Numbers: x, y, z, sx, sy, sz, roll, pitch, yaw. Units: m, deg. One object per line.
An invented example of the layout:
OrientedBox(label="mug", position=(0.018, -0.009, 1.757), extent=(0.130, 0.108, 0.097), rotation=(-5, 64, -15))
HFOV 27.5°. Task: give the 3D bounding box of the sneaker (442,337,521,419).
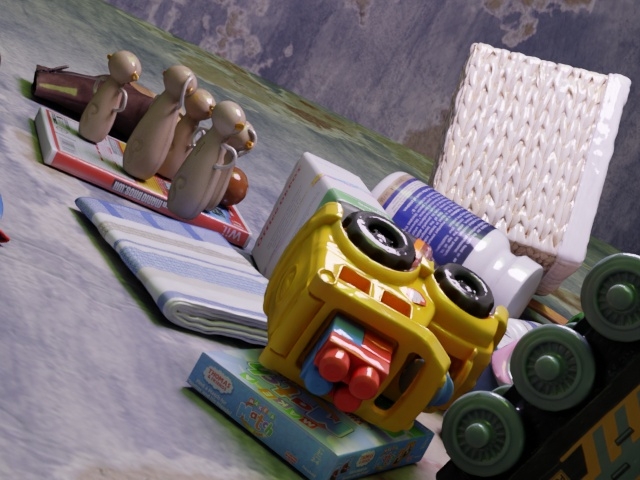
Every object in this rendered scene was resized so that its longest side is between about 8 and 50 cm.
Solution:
OrientedBox(label="sneaker", position=(0.269, 0.224, 1.318), extent=(0.319, 0.131, 0.112), rotation=(39, 13, 29))

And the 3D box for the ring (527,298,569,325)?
OrientedBox(label="ring", position=(0.326, 0.131, 2.110), extent=(0.336, 0.032, 0.336), rotation=(27, 12, -6))

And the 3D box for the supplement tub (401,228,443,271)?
OrientedBox(label="supplement tub", position=(0.081, 0.026, 1.802), extent=(0.198, 0.106, 0.106), rotation=(30, 12, 4))

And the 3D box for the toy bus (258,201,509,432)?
OrientedBox(label="toy bus", position=(0.056, 0.097, 1.188), extent=(0.220, 0.149, 0.211), rotation=(30, 24, -10))

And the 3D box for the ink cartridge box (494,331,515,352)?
OrientedBox(label="ink cartridge box", position=(0.160, 0.121, 1.638), extent=(0.139, 0.082, 0.191), rotation=(23, 14, -27))

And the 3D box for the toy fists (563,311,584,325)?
OrientedBox(label="toy fists", position=(0.378, 0.197, 1.745), extent=(0.142, 0.096, 0.279), rotation=(43, 11, -2))

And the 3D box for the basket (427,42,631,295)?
OrientedBox(label="basket", position=(0.323, -0.110, 2.184), extent=(0.266, 0.331, 0.328), rotation=(15, -11, 2))

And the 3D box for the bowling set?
OrientedBox(label="bowling set", position=(-0.158, -0.138, 1.690), extent=(0.287, 0.154, 0.200), rotation=(37, 15, 35))

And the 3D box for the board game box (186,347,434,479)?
OrientedBox(label="board game box", position=(-0.004, 0.156, 1.207), extent=(0.160, 0.039, 0.211), rotation=(34, 14, 24))

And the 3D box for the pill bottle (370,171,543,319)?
OrientedBox(label="pill bottle", position=(0.185, 0.023, 1.932), extent=(0.264, 0.153, 0.153), rotation=(33, 12, 21))

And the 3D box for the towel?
OrientedBox(label="towel", position=(-0.135, 0.037, 1.427), extent=(0.209, 0.034, 0.285), rotation=(17, 14, -37))

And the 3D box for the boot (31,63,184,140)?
OrientedBox(label="boot", position=(-0.314, -0.186, 1.900), extent=(0.206, 0.090, 0.248), rotation=(12, 16, -21))

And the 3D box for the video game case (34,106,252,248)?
OrientedBox(label="video game case", position=(-0.237, -0.085, 1.729), extent=(0.285, 0.025, 0.204), rotation=(23, 12, -23))

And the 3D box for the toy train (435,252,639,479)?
OrientedBox(label="toy train", position=(0.256, 0.153, 1.163), extent=(0.190, 0.334, 0.142), rotation=(48, 16, 19))

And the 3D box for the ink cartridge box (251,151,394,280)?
OrientedBox(label="ink cartridge box", position=(0.000, 0.000, 1.595), extent=(0.093, 0.154, 0.212), rotation=(24, 12, -20))

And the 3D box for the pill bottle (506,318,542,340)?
OrientedBox(label="pill bottle", position=(0.272, 0.144, 1.834), extent=(0.067, 0.067, 0.120), rotation=(36, 14, 32))

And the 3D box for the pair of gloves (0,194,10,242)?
OrientedBox(label="pair of gloves", position=(-0.389, -0.057, 1.258), extent=(0.198, 0.023, 0.159), rotation=(21, 14, -36))
